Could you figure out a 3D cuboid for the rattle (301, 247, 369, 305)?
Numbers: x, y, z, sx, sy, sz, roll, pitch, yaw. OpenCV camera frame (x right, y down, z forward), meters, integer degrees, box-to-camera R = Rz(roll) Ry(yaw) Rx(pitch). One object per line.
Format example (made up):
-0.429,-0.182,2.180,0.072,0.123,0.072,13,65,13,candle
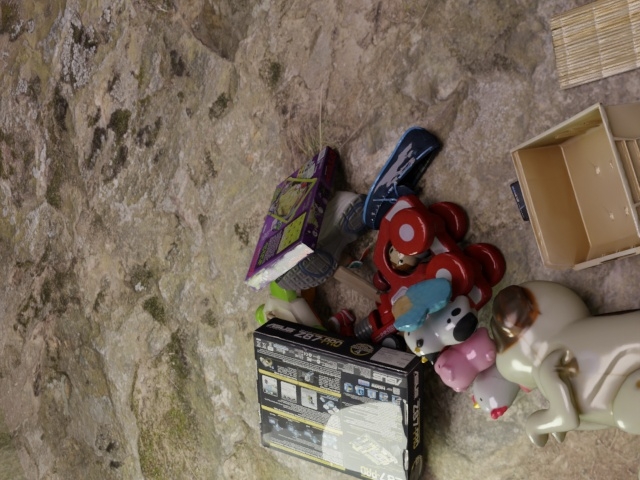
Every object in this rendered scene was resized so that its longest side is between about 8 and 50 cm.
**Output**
0.036,0.097,2.040,0.199,0.130,0.143,-9,102,13,rattle

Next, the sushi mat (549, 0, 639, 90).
0.580,-0.395,1.566,0.316,0.019,0.152,-12,87,40,sushi mat

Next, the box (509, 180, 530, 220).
0.433,-0.090,1.716,0.067,0.018,0.083,-27,77,39,box

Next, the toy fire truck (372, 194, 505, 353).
0.224,0.067,1.805,0.302,0.169,0.254,51,125,20,toy fire truck

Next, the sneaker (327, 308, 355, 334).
0.054,0.219,2.057,0.042,0.067,0.118,30,142,32,sneaker

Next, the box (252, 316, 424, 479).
0.038,0.367,1.887,0.394,0.097,0.318,10,114,29,box

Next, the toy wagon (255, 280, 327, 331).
-0.065,0.224,2.060,0.267,0.068,0.345,15,120,55,toy wagon

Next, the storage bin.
0.501,-0.090,1.527,0.262,0.123,0.261,-30,73,65,storage bin

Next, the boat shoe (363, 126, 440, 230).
0.178,-0.126,1.874,0.089,0.109,0.258,38,119,28,boat shoe

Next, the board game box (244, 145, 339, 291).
-0.063,-0.056,1.974,0.208,0.056,0.347,-30,30,35,board game box

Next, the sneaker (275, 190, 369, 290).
0.000,0.000,1.980,0.297,0.111,0.129,-44,33,-10,sneaker

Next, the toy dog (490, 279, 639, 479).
0.494,0.211,1.527,0.407,0.284,0.396,22,107,39,toy dog

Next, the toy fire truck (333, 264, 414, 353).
0.104,0.195,1.949,0.217,0.158,0.246,-40,57,36,toy fire truck

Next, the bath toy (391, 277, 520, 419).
0.282,0.235,1.686,0.151,0.129,0.348,-24,122,34,bath toy
